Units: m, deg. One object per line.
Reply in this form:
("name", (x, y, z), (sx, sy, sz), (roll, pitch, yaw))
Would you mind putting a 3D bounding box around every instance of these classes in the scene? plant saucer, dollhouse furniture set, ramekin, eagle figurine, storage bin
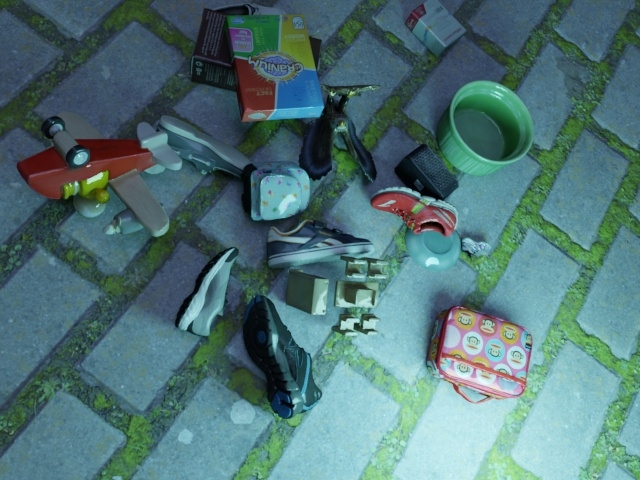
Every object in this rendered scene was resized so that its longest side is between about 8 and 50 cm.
("plant saucer", (0.364, 0.000, 1.958), (0.194, 0.037, 0.195), (5, 71, -15))
("dollhouse furniture set", (0.047, 0.148, 1.762), (0.242, 0.161, 0.212), (5, 93, -29))
("ramekin", (0.538, -0.364, 2.068), (0.303, 0.148, 0.304), (5, 71, -14))
("eagle figurine", (0.056, -0.333, 1.931), (0.226, 0.225, 0.299), (5, 102, 27))
("storage bin", (0.336, -0.200, 1.971), (0.084, 0.122, 0.180), (-36, 84, -23))

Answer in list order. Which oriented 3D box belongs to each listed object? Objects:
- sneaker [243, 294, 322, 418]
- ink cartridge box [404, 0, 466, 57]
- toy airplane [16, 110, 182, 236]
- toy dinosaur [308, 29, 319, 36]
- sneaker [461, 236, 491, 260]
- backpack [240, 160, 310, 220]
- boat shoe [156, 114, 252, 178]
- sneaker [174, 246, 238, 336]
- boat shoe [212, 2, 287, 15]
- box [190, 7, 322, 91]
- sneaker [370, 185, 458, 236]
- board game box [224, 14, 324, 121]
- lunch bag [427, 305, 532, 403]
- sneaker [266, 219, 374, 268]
("sneaker", (-0.107, 0.311, 1.699), (0.139, 0.125, 0.341), (-3, 67, -45))
("ink cartridge box", (0.408, -0.758, 2.207), (0.127, 0.072, 0.175), (-40, 86, -24))
("toy airplane", (-0.574, -0.182, 1.670), (0.384, 0.272, 0.386), (22, 31, -18))
("toy dinosaur", (-0.099, -0.659, 2.023), (0.183, 0.092, 0.053), (5, 71, -14))
("sneaker", (0.495, 0.035, 1.984), (0.098, 0.038, 0.069), (14, 70, 0))
("backpack", (-0.121, -0.146, 1.803), (0.188, 0.144, 0.166), (-12, 115, -28))
("boat shoe", (-0.341, -0.252, 1.836), (0.319, 0.116, 0.099), (28, 110, -12))
("sneaker", (-0.294, 0.139, 1.707), (0.108, 0.100, 0.272), (33, 69, -18))
("boat shoe", (-0.230, -0.726, 2.013), (0.267, 0.088, 0.096), (-7, 74, -17))
("box", (-0.199, -0.564, 1.941), (0.381, 0.143, 0.191), (12, 69, -9))
("sneaker", (0.284, -0.082, 1.904), (0.278, 0.107, 0.118), (14, 64, 4))
("board game box", (-0.138, -0.512, 1.833), (0.242, 0.064, 0.317), (-8, 75, -17))
("lunch bag", (0.464, 0.348, 1.830), (0.293, 0.120, 0.258), (19, 72, -7))
("sneaker", (0.000, 0.000, 1.810), (0.320, 0.126, 0.128), (-5, 75, -17))
